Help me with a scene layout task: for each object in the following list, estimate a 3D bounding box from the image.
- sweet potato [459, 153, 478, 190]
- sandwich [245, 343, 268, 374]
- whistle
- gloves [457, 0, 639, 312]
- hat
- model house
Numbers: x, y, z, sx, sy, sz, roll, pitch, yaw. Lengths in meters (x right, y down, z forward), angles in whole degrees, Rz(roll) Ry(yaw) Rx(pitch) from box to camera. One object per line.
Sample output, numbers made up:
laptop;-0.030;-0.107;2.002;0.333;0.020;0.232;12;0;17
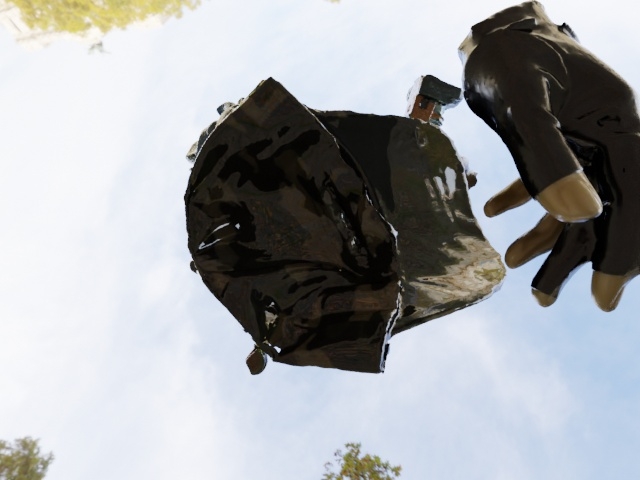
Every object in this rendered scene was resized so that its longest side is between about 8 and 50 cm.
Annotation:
sweet potato;0.448;-0.240;1.426;0.085;0.286;0.112;-25;-109;33
sandwich;-0.201;0.380;1.347;0.069;0.026;0.101;30;-72;3
whistle;-0.177;-0.206;0.834;0.269;0.093;0.180;-12;-127;37
gloves;0.221;-0.082;0.411;0.152;0.197;0.301;-7;-94;31
hat;0.048;-0.012;0.585;0.257;0.382;0.366;-27;-111;38
model house;0.392;-0.457;1.648;0.184;0.253;0.291;22;-83;-7
